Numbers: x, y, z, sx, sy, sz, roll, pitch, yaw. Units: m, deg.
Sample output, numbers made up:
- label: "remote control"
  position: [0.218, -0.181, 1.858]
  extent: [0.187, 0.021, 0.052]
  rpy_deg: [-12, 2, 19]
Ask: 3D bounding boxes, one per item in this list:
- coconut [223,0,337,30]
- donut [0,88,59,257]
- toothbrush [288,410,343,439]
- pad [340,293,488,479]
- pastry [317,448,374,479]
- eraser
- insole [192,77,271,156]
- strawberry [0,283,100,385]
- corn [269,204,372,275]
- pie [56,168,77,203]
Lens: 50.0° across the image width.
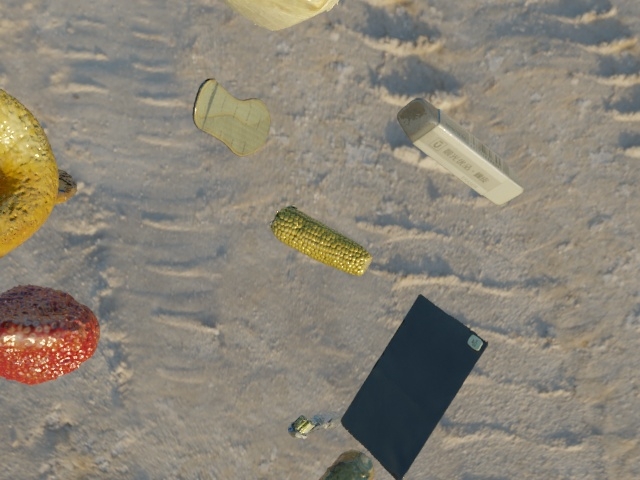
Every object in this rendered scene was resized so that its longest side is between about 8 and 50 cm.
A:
- label: "coconut"
  position: [-0.081, -0.571, 1.287]
  extent: [0.346, 0.346, 0.360]
  rpy_deg: [33, 68, 11]
- label: "donut"
  position: [-0.460, -0.088, 0.873]
  extent: [0.108, 0.277, 0.278]
  rpy_deg: [-10, 57, 32]
- label: "toothbrush"
  position: [0.003, 0.342, 1.295]
  extent: [0.042, 0.413, 0.035]
  rpy_deg: [-39, 74, 1]
- label: "pad"
  position: [0.105, 0.170, 0.809]
  extent: [0.116, 0.004, 0.193]
  rpy_deg: [37, 99, 44]
- label: "pastry"
  position: [0.039, 0.636, 1.707]
  extent: [0.120, 0.236, 0.257]
  rpy_deg: [39, 52, 12]
- label: "eraser"
  position: [0.320, -0.198, 1.556]
  extent: [0.351, 0.089, 0.061]
  rpy_deg: [30, 48, -26]
- label: "insole"
  position: [-0.155, -0.222, 1.273]
  extent: [0.009, 0.348, 0.119]
  rpy_deg: [18, 92, 14]
- label: "strawberry"
  position: [-0.760, 0.238, 1.791]
  extent: [0.311, 0.351, 0.268]
  rpy_deg: [-13, 76, 16]
- label: "corn"
  position: [0.000, 0.003, 1.644]
  extent: [0.260, 0.091, 0.091]
  rpy_deg: [27, 60, 16]
- label: "pie"
  position: [-0.668, -0.130, 1.523]
  extent: [0.273, 0.069, 0.273]
  rpy_deg: [14, 25, -7]
